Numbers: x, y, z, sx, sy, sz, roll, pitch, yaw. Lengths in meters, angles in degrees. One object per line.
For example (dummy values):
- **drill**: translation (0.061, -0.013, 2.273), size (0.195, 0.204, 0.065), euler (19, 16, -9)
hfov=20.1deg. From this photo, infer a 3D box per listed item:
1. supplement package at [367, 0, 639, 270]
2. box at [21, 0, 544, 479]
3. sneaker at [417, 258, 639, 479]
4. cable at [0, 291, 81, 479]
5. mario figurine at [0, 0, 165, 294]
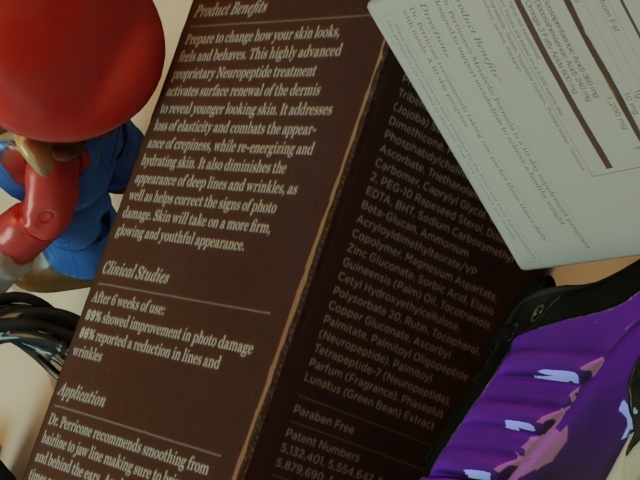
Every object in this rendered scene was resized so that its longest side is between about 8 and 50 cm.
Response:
- **supplement package**: translation (0.158, -0.087, 0.661), size (0.139, 0.134, 0.244), euler (-39, 15, -28)
- **box**: translation (0.000, 0.000, 0.883), size (0.191, 0.143, 0.381), euler (7, 77, 55)
- **sneaker**: translation (0.093, 0.097, 0.743), size (0.293, 0.102, 0.146), euler (-42, 36, 22)
- **cable**: translation (-0.157, 0.115, 1.021), size (0.151, 0.184, 0.047), euler (-59, -8, 28)
- **mario figurine**: translation (-0.180, -0.086, 1.023), size (0.320, 0.170, 0.198), euler (93, 152, -69)
